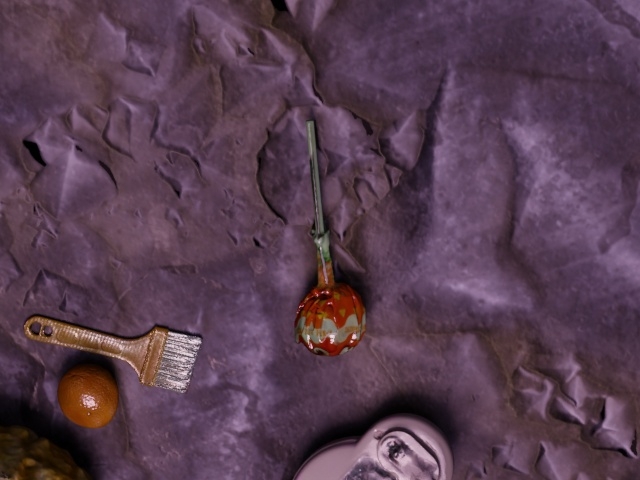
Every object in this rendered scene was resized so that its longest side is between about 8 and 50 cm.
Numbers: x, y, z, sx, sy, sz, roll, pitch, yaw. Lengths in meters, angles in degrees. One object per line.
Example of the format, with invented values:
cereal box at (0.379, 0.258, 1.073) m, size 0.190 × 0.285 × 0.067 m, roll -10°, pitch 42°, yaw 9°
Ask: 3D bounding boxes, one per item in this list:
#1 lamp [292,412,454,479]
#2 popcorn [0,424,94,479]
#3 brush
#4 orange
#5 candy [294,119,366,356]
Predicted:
lamp at (0.064, 0.315, 1.731) m, size 0.179 × 0.108 × 0.246 m, roll 43°, pitch 102°, yaw 3°
popcorn at (-0.397, 0.350, 1.689) m, size 0.282 × 0.247 × 0.282 m, roll 4°, pitch 111°, yaw 12°
brush at (-0.260, 0.130, 1.731) m, size 0.218 × 0.010 × 0.082 m, roll 15°, pitch 108°, yaw -3°
orange at (-0.284, 0.192, 1.717) m, size 0.085 × 0.085 × 0.085 m, roll 0°, pitch 108°, yaw 1°
candy at (-0.002, 0.000, 1.654) m, size 0.084 × 0.078 × 0.288 m, roll -14°, pitch 105°, yaw -25°
